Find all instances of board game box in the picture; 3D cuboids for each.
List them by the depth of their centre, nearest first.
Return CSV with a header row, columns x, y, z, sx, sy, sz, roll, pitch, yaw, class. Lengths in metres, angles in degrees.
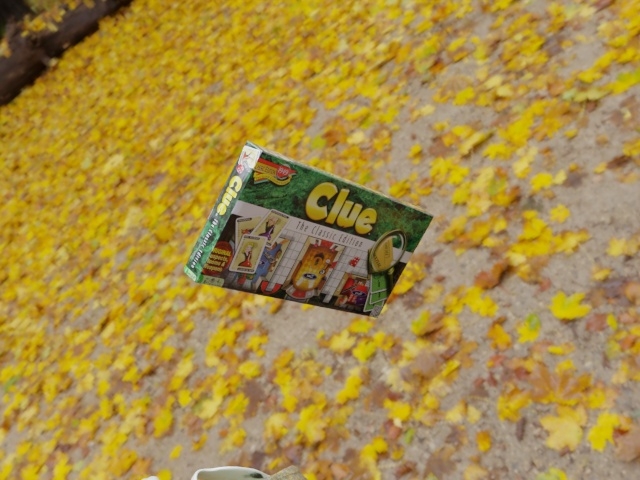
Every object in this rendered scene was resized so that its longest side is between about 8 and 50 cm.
x,y,z,sx,sy,sz,roll,pitch,yaw,class
0.000,0.000,0.753,0.030,0.260,0.136,36,104,43,board game box

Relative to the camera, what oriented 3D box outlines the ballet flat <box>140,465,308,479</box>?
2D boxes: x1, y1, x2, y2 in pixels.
x,y,z,sx,sy,sz,roll,pitch,yaw,class
-0.153,0.319,0.856,0.123,0.349,0.123,-6,83,56,ballet flat
